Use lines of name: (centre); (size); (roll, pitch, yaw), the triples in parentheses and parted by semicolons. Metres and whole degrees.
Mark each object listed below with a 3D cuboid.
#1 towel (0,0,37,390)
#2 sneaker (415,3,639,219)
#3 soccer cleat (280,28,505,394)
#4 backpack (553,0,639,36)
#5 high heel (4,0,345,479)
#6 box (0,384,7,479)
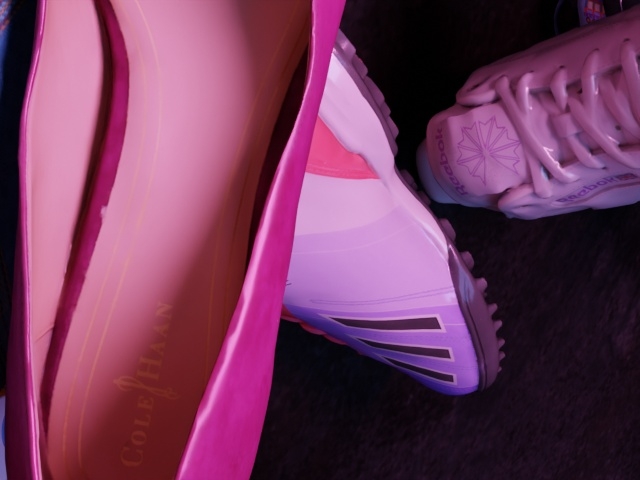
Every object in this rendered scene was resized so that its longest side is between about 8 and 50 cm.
towel: (-0.155, -0.081, 0.494); (0.271, 0.040, 0.370); (-70, 160, -54)
sneaker: (0.145, -0.052, 0.777); (0.152, 0.305, 0.114); (-20, 92, -16)
soccer cleat: (0.000, 0.000, 0.787); (0.116, 0.108, 0.318); (-37, 141, -2)
backpack: (0.228, -0.112, 0.937); (0.117, 0.158, 0.173); (-55, 131, -23)
high heel: (-0.051, -0.054, 0.557); (0.181, 0.127, 0.377); (-86, 178, -69)
box: (-0.175, 0.108, 0.693); (0.136, 0.028, 0.081); (-19, 125, -40)
